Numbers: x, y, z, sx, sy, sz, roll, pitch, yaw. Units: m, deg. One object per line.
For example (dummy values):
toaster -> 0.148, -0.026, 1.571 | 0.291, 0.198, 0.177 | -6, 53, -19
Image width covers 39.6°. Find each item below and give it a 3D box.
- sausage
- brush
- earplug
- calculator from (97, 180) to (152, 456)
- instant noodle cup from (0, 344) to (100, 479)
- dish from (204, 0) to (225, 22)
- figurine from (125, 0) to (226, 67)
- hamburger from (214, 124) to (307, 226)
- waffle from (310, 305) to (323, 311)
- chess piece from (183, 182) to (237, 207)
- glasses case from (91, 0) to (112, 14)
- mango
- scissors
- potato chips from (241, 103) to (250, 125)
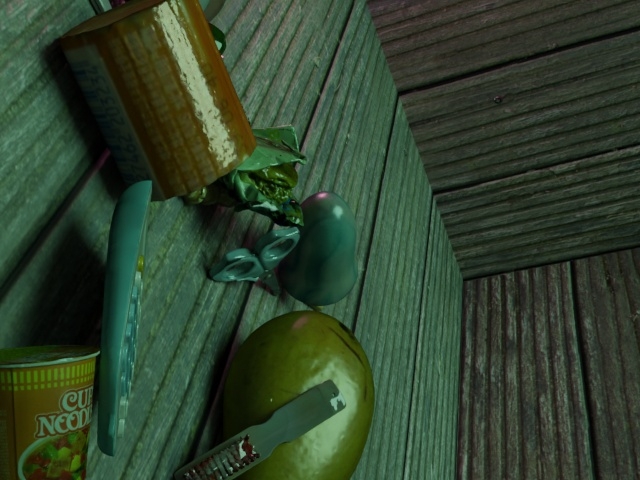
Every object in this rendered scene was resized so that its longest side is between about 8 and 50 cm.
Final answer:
sausage -> -0.260, -0.236, 1.434 | 0.233, 0.233, 0.287 | -66, 138, -60
brush -> -0.092, 0.330, 1.491 | 0.060, 0.321, 0.050 | 58, -26, 9
earplug -> 0.000, 0.000, 1.914 | 0.324, 0.184, 0.185 | 94, -7, -65
calculator -> -0.274, 0.108, 1.231 | 0.386, 0.054, 0.256 | -98, -164, -47
instant noodle cup -> -0.338, 0.223, 1.037 | 0.168, 0.168, 0.185 | 0, 88, -71
dish -> -0.249, -0.564, 1.877 | 0.213, 0.090, 0.214 | -13, 90, -71
figurine -> -0.262, -0.417, 1.647 | 0.370, 0.167, 0.281 | 70, 22, -47
hamburger -> -0.113, -0.151, 1.745 | 0.276, 0.150, 0.260 | 45, 19, 20
waffle -> -0.020, 0.096, 2.216 | 0.097, 0.023, 0.153 | 45, 38, -59
chess piece -> -0.217, -0.094, 1.729 | 0.172, 0.060, 0.060 | 0, 78, -68
glasses case -> -0.379, -0.415, 1.514 | 0.032, 0.021, 0.083 | -82, 153, -52
mango -> -0.053, 0.336, 1.639 | 0.301, 0.220, 0.445 | 37, 50, -16
scissors -> -0.112, 0.066, 1.829 | 0.029, 0.191, 0.360 | 61, -4, 20
potato chips -> -0.197, -0.258, 1.930 | 0.202, 0.029, 0.220 | -88, 155, -43
